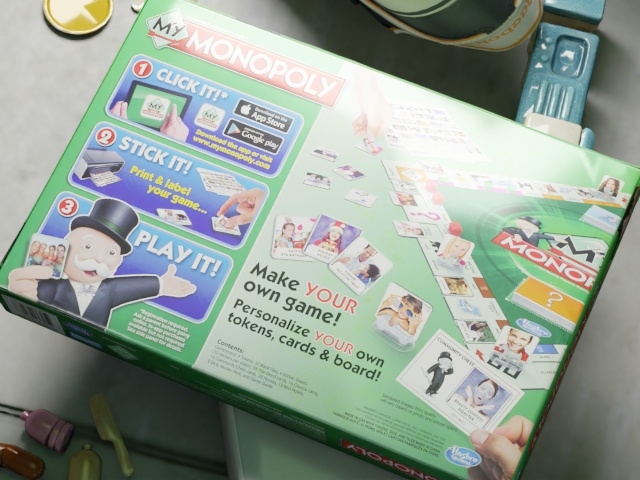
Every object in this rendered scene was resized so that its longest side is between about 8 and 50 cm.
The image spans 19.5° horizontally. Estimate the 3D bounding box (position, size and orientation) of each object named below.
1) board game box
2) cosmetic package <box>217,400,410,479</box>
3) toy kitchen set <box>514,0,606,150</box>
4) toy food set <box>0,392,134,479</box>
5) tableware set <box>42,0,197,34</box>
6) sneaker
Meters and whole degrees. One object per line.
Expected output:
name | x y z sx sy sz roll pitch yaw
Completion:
board game box | 0.000 0.000 1.073 0.317 0.046 0.213 22 69 12
cosmetic package | -0.001 0.084 1.120 0.127 0.107 0.238 -5 69 -6
toy kitchen set | 0.211 -0.078 1.202 0.166 0.122 0.207 15 65 1
toy food set | -0.177 0.142 1.122 0.122 0.019 0.078 -22 69 -6
tableware set | -0.134 -0.162 1.262 0.104 0.024 0.154 -17 68 -12
sneaker | 0.034 -0.229 1.264 0.126 0.127 0.321 -45 48 12
